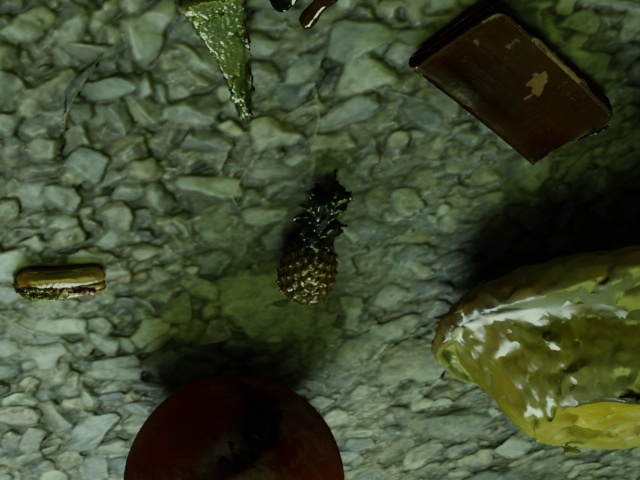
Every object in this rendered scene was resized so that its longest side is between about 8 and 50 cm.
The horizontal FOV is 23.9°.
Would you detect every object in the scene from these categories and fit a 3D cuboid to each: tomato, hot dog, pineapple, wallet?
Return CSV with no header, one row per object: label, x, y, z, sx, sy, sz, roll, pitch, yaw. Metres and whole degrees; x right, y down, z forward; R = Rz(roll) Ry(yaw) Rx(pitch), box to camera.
tomato,-0.082,0.226,1.435,0.208,0.208,0.184,-15,146,3
hot dog,-0.229,0.039,1.329,0.083,0.021,0.037,-6,138,-9
pineapple,0.000,0.000,1.316,0.058,0.058,0.124,4,136,-18
wallet,0.160,-0.126,1.235,0.095,0.026,0.176,-31,135,29

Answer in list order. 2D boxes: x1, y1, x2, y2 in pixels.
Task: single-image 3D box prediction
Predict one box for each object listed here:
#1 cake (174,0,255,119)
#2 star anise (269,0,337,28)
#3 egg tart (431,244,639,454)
cake,-0.063,-0.150,1.133,0.055,0.051,0.140,-20,141,6
star anise,0.118,-0.242,1.003,0.346,0.148,0.237,-25,136,0
egg tart,0.275,0.116,1.408,0.345,0.132,0.345,-2,158,-1
